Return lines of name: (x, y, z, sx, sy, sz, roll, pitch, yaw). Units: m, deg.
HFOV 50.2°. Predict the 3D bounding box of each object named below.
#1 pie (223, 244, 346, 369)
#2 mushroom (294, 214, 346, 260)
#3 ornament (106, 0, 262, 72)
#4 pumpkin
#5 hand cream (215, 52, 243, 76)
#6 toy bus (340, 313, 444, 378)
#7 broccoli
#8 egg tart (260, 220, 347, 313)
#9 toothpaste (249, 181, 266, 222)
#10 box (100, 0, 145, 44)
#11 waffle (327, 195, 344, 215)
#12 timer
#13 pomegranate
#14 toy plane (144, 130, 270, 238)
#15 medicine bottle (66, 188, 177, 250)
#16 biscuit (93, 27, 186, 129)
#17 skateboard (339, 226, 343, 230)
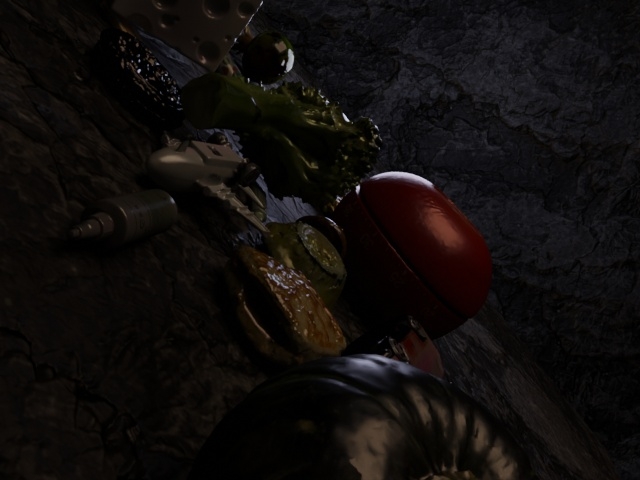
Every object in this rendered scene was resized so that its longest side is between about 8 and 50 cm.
pie: (-0.054, 0.093, 0.939, 0.205, 0.084, 0.179, 55, 13, 19)
mushroom: (0.000, 0.000, 1.283, 0.123, 0.123, 0.052, 50, 53, -6)
ornament: (-0.267, -0.528, 1.356, 0.239, 0.240, 0.239, 27, 21, -36)
pumpkin: (0.042, 0.250, 0.542, 0.323, 0.241, 0.323, 33, 34, -26)
hand cream: (-0.228, -0.419, 1.703, 0.276, 0.059, 0.095, 55, 16, -6)
toy bus: (0.107, 0.211, 1.058, 0.147, 0.127, 0.302, 56, 15, 4)
broccoli: (-0.059, -0.195, 1.245, 0.397, 0.353, 0.275, -171, -94, -87)
egg tart: (-0.023, 0.037, 1.182, 0.197, 0.078, 0.197, 45, 17, -17)
toothpaste: (-0.115, -0.071, 1.258, 0.048, 0.029, 0.197, 48, 11, -21)
box: (-0.375, -0.408, 1.295, 0.093, 0.015, 0.058, 57, 17, 16)
waffle: (0.039, -0.096, 1.745, 0.149, 0.051, 0.194, 44, 12, -30)
timer: (0.197, 0.027, 1.487, 0.378, 0.279, 0.378, 45, 15, -16)
pomegranate: (-0.176, -0.545, 1.978, 0.220, 0.156, 0.156, 37, 14, 5)
toy plane: (-0.172, -0.107, 1.025, 0.251, 0.101, 0.255, 44, 11, 19)
medicine bottle: (-0.222, -0.022, 0.753, 0.058, 0.057, 0.199, 52, 14, 0)
biscuit: (-0.293, -0.266, 1.129, 0.194, 0.053, 0.194, 48, 14, -16)
skateboard: (0.001, -0.011, 1.355, 0.032, 0.083, 0.064, 26, 28, -58)
